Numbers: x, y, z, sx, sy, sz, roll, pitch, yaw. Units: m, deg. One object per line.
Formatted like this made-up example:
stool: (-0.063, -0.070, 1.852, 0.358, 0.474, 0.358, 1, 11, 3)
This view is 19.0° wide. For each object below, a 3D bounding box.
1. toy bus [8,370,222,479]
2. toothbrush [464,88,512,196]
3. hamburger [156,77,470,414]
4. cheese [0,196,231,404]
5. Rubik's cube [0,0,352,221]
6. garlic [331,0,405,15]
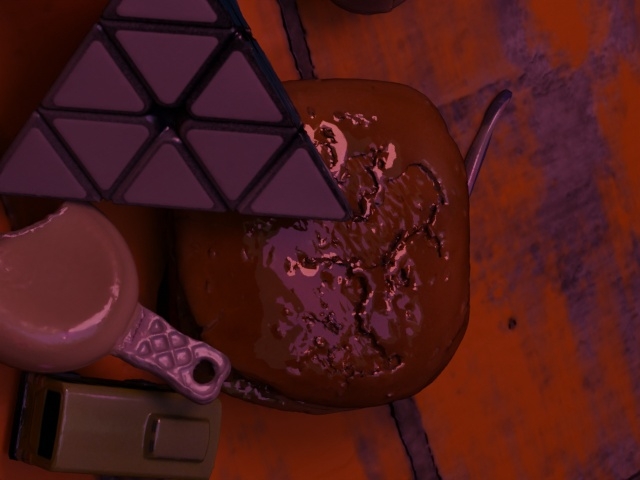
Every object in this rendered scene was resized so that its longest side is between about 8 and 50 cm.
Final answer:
toy bus: (-0.173, 0.164, 1.674, 0.175, 0.101, 0.088, 9, 89, -35)
toothbrush: (0.139, -0.029, 1.910, 0.027, 0.021, 0.269, 28, 78, -37)
hamburger: (-0.004, 0.007, 1.739, 0.284, 0.174, 0.304, 0, 87, -21)
cheese: (-0.205, 0.070, 1.606, 0.163, 0.071, 0.249, -40, 87, -25)
Rubik's cube: (-0.118, -0.142, 1.586, 0.229, 0.228, 0.233, -2, 99, -43)
garlic: (0.058, -0.352, 1.741, 0.245, 0.245, 0.253, -35, 80, -26)
